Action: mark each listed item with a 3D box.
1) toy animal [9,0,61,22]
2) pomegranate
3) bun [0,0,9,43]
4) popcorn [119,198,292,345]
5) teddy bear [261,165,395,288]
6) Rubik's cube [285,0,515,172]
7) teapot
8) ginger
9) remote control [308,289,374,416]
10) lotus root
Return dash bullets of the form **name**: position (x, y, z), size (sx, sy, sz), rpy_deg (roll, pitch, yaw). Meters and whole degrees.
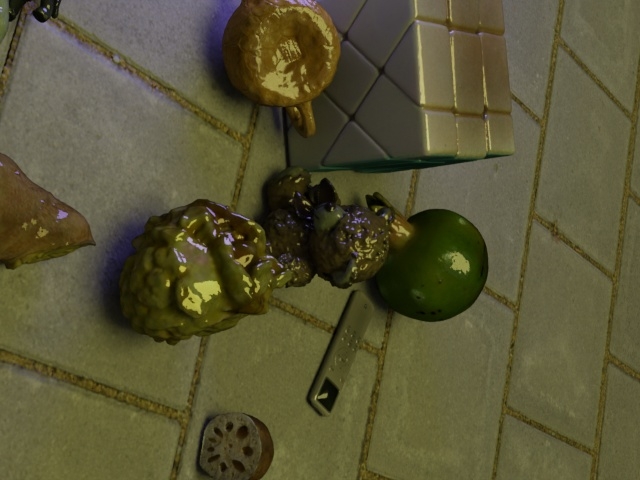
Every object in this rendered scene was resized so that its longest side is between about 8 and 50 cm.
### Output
- **toy animal**: position (-0.456, -0.414, 1.535), size (0.269, 0.082, 0.137), rpy_deg (48, 50, -32)
- **pomegranate**: position (0.195, 0.022, 2.199), size (0.302, 0.236, 0.236), rpy_deg (45, 54, -24)
- **bun**: position (-0.509, -0.308, 1.423), size (0.204, 0.126, 0.212), rpy_deg (-35, 111, -17)
- **popcorn**: position (-0.189, 0.046, 1.704), size (0.259, 0.259, 0.212), rpy_deg (-18, 80, -50)
- **teddy bear**: position (0.000, 0.000, 1.924), size (0.156, 0.256, 0.267), rpy_deg (57, 48, -37)
- **Rubik's cube**: position (0.144, -0.295, 2.063), size (0.316, 0.322, 0.318), rpy_deg (-4, 90, -52)
- **teapot**: position (-0.075, -0.327, 1.937), size (0.203, 0.167, 0.311), rpy_deg (-26, 113, -12)
- **ginger**: position (-0.446, -0.040, 1.489), size (0.354, 0.126, 0.190), rpy_deg (31, 54, -48)
- **remote control**: position (0.045, 0.215, 2.133), size (0.067, 0.029, 0.261), rpy_deg (49, 52, -36)
- **lotus root**: position (-0.132, 0.350, 1.844), size (0.081, 0.112, 0.122), rpy_deg (34, 61, -52)
